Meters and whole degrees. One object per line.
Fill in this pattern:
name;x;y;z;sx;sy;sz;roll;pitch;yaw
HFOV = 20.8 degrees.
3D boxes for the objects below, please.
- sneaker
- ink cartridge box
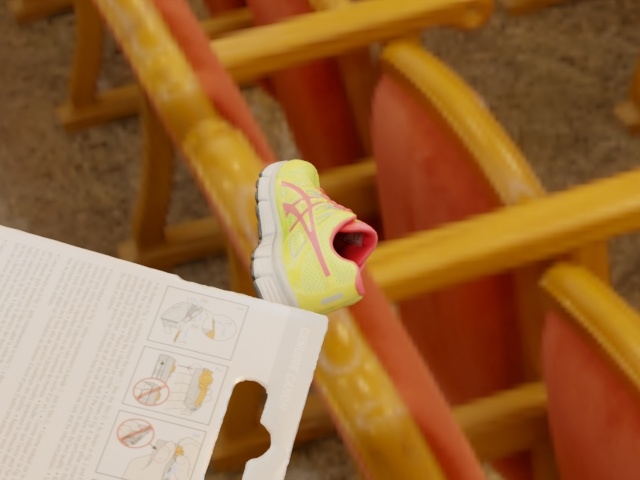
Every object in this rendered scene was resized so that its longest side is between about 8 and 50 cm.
sneaker;0.000;0.000;1.383;0.094;0.081;0.208;-14;34;9
ink cartridge box;-0.131;0.086;0.844;0.232;0.066;0.189;18;45;-1
